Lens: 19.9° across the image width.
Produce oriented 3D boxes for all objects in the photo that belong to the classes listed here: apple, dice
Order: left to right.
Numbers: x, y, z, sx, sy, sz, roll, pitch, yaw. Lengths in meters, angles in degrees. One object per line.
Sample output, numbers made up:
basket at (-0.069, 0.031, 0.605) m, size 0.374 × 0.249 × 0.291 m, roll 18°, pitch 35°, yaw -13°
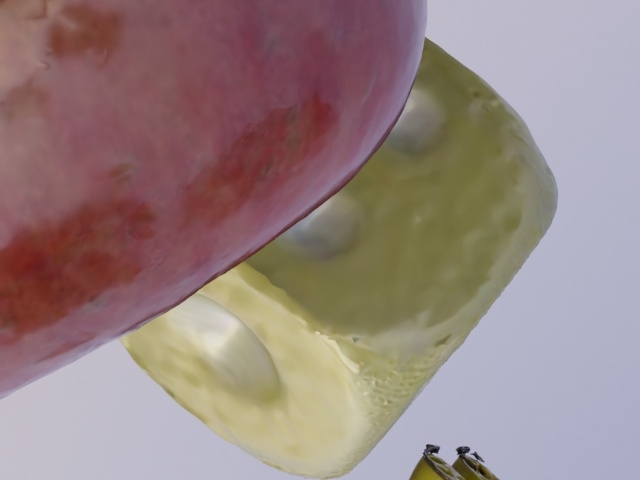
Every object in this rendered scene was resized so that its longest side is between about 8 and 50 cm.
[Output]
apple at (-0.146, -0.086, 0.636) m, size 0.345 × 0.269 × 0.345 m, roll -30°, pitch -172°, yaw 4°
dice at (0.000, 0.000, 0.894) m, size 0.169 × 0.169 × 0.166 m, roll -49°, pitch 176°, yaw -31°

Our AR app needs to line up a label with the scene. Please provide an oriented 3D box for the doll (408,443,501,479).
doll at (0.045, 0.243, 1.220) m, size 0.221 × 0.143 × 0.135 m, roll -54°, pitch 157°, yaw 7°
